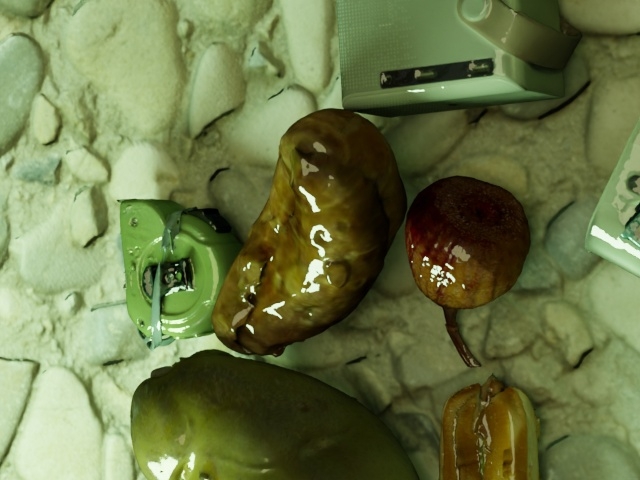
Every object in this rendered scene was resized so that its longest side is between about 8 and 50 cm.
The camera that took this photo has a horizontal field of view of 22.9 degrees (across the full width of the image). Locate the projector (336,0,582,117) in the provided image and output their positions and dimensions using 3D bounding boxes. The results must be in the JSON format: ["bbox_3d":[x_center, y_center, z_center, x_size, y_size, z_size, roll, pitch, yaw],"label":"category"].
[{"bbox_3d":[0.144,-0.227,1.634,0.243,0.163,0.177,-3,90,30],"label":"projector"}]

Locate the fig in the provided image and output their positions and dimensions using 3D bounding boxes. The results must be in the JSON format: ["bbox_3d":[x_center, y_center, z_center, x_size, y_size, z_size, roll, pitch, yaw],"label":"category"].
[{"bbox_3d":[0.148,0.035,1.675,0.134,0.146,0.201,22,137,17],"label":"fig"}]

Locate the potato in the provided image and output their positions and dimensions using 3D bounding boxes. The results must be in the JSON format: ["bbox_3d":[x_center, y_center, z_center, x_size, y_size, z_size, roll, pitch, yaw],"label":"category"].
[{"bbox_3d":[-0.056,0.244,1.707,0.351,0.202,0.218,37,109,18],"label":"potato"}]

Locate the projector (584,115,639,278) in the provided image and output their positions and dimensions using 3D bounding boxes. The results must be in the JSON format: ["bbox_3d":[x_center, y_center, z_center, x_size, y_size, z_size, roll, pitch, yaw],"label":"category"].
[{"bbox_3d":[0.421,-0.043,1.455,0.249,0.248,0.248,30,103,22],"label":"projector"}]

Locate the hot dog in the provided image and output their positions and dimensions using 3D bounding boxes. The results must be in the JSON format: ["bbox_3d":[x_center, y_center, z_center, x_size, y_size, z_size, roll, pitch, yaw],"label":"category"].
[{"bbox_3d":[0.178,0.275,1.673,0.109,0.072,0.269,0,89,27],"label":"hot dog"}]

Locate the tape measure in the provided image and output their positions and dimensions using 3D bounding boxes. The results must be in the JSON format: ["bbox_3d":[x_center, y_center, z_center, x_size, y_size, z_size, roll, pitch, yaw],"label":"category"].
[{"bbox_3d":[-0.159,0.037,1.819,0.154,0.087,0.177,-3,92,24],"label":"tape measure"}]

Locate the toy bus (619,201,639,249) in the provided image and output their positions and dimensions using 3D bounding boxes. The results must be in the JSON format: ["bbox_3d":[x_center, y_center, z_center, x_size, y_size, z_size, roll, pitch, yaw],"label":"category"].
[{"bbox_3d":[0.362,-0.078,1.300,0.109,0.091,0.261,44,108,12],"label":"toy bus"}]

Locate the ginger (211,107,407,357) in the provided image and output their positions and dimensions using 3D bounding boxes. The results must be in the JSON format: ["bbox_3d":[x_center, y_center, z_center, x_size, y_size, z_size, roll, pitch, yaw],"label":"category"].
[{"bbox_3d":[0.000,0.000,1.688,0.165,0.172,0.321,58,138,39],"label":"ginger"}]
